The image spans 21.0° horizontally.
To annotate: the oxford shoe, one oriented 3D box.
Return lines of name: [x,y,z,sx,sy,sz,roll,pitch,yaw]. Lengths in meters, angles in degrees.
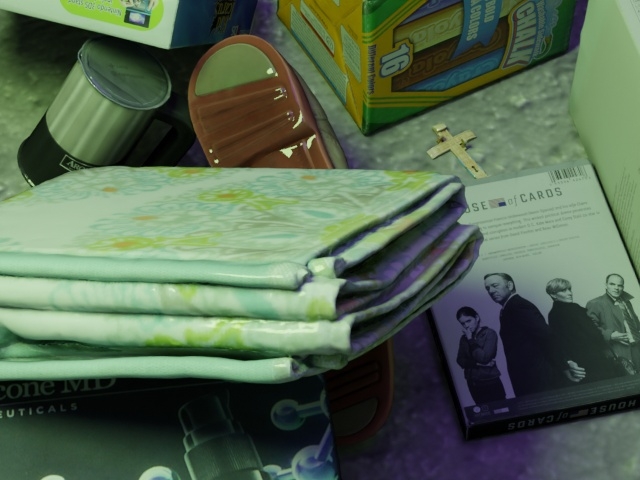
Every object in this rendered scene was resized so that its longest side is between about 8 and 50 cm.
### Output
oxford shoe: [0.000,0.000,1.415,0.123,0.130,0.348,-21,73,19]

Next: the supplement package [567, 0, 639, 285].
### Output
supplement package: [0.346,-0.092,1.431,0.198,0.199,0.263,-9,54,-8]

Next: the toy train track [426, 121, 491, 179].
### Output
toy train track: [0.127,-0.077,1.534,0.048,0.014,0.083,-28,59,-19]

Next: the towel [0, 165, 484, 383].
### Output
towel: [-0.102,0.019,1.215,0.374,0.090,0.320,2,14,23]

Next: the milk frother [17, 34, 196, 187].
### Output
milk frother: [-0.184,-0.122,1.489,0.129,0.135,0.143,5,50,-36]

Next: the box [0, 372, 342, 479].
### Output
box: [-0.118,0.288,1.145,0.293,0.212,0.396,-6,53,-4]

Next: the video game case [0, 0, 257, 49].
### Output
video game case: [-0.203,-0.224,1.511,0.244,0.061,0.269,15,10,9]

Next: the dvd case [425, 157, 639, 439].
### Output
dvd case: [0.175,0.043,1.437,0.179,0.030,0.239,-10,54,-7]

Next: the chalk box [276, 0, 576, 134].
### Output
chalk box: [0.123,-0.259,1.568,0.289,0.179,0.180,-22,56,-17]
